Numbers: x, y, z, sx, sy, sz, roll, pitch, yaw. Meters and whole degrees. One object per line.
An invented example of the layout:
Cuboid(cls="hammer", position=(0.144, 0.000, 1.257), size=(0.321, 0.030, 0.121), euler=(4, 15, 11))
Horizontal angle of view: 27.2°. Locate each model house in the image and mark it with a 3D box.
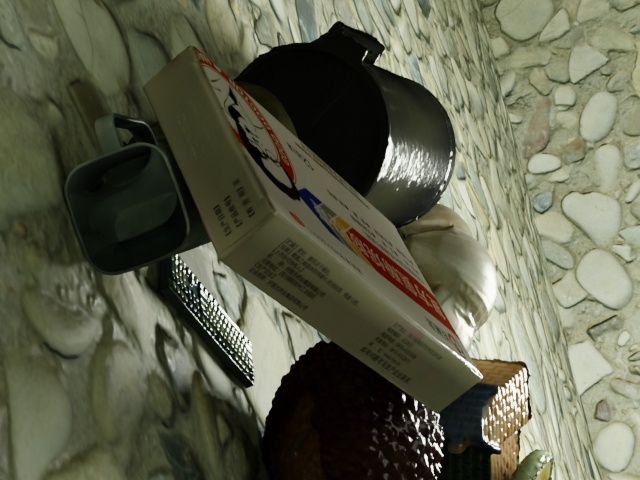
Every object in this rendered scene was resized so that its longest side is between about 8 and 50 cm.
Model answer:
Cuboid(cls="model house", position=(0.177, 0.263, 1.751), size=(0.172, 0.166, 0.183), euler=(-32, 119, -58))

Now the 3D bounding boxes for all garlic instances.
Cuboid(cls="garlic", position=(0.136, 0.035, 1.760), size=(0.203, 0.184, 0.281), euler=(54, 24, -48))

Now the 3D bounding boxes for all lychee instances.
Cuboid(cls="lychee", position=(0.040, 0.197, 1.289), size=(0.188, 0.188, 0.188), euler=(-18, 90, -73))

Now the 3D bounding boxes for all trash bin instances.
Cuboid(cls="trash bin", position=(0.028, -0.112, 1.546), size=(0.252, 0.203, 0.301), euler=(-67, 163, 6))

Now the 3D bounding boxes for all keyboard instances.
Cuboid(cls="keyboard", position=(-0.106, 0.074, 1.254), size=(0.176, 0.014, 0.055), euler=(56, 20, -45))

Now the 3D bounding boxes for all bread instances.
Cuboid(cls="bread", position=(0.241, 0.397, 1.753), size=(0.267, 0.040, 0.267), euler=(-54, 158, -34))

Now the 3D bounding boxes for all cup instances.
Cuboid(cls="cup", position=(-0.147, -0.043, 1.106), size=(0.129, 0.095, 0.128), euler=(-17, 86, -76))

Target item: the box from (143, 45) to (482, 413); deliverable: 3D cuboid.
Cuboid(cls="box", position=(0.000, 0.000, 1.158), size=(0.353, 0.069, 0.214), euler=(37, 19, -46))

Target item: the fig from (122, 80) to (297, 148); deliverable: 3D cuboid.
Cuboid(cls="fig", position=(-0.116, -0.083, 1.269), size=(0.133, 0.185, 0.126), euler=(69, -24, 15))
